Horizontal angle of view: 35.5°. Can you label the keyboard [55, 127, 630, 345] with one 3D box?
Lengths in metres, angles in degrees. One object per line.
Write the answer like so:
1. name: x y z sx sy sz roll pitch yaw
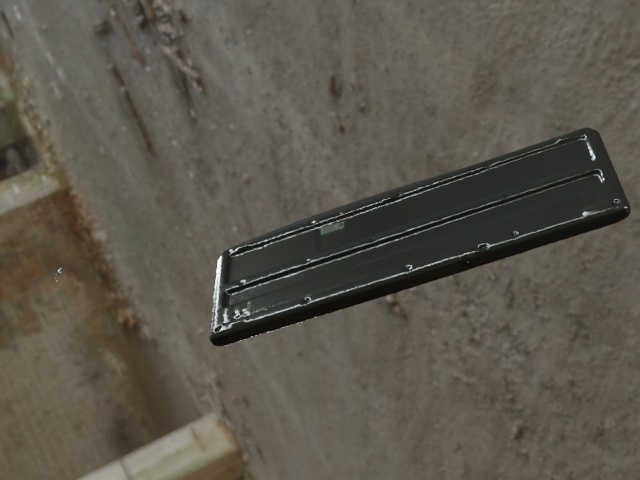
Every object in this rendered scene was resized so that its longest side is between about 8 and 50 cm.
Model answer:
1. keyboard: 0.003 0.010 0.660 0.103 0.381 0.041 -90 -16 -51
